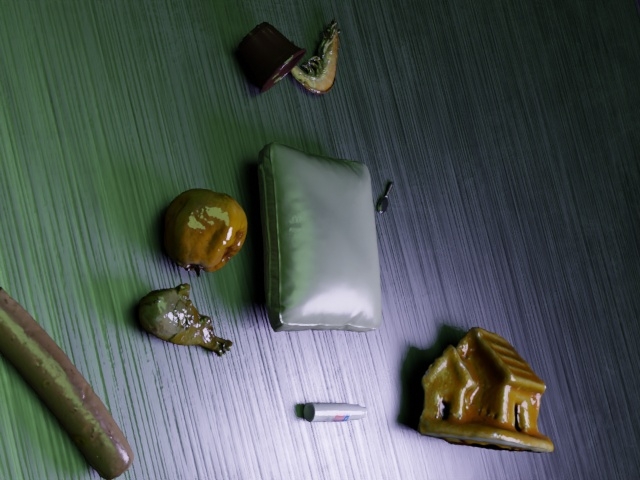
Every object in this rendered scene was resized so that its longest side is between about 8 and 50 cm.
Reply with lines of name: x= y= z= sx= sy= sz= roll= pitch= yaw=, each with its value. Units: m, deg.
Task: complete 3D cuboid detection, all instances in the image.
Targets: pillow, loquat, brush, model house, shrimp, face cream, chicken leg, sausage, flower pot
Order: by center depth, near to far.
sausage: x=-0.349 y=0.194 z=0.929 sx=0.066 sy=0.065 sz=0.301 roll=-45 pitch=109 yaw=-37
chicken leg: x=-0.200 y=0.124 z=1.068 sx=0.178 sy=0.070 sz=0.093 roll=41 pitch=74 yaw=-34
loquat: x=-0.182 y=-0.014 z=1.090 sx=0.137 sy=0.113 sz=0.137 roll=-13 pitch=110 yaw=-41
pillow: x=0.000 y=0.000 z=1.228 sx=0.255 sy=0.119 sz=0.323 roll=6 pitch=73 yaw=-40
face cream: x=0.031 y=0.303 z=1.235 sx=0.130 sy=0.034 sz=0.034 roll=10 pitch=73 yaw=-38
flower pot: x=-0.094 y=-0.336 z=1.253 sx=0.089 sy=0.111 sz=0.111 roll=49 pitch=52 yaw=-4
shrimp: x=-0.017 y=-0.372 z=1.368 sx=0.124 sy=0.034 sz=0.178 roll=18 pitch=72 yaw=-28
model house: x=0.320 y=0.288 z=1.386 sx=0.268 sy=0.173 sz=0.239 roll=22 pitch=67 yaw=-37
brush: x=0.135 y=-0.089 z=1.435 sx=0.024 sy=0.008 sz=0.083 roll=38 pitch=58 yaw=-23
